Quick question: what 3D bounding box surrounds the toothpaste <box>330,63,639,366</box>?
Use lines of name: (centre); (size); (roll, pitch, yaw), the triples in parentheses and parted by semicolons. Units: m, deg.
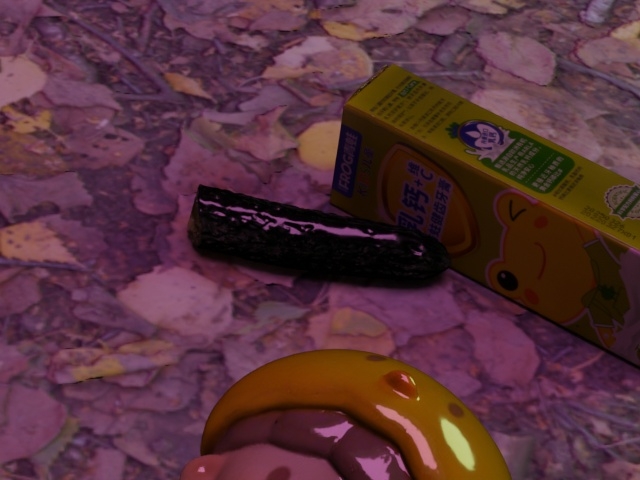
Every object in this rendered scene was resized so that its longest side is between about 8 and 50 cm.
toothpaste: (0.162, -0.019, 1.353); (0.327, 0.110, 0.077); (28, 48, 20)

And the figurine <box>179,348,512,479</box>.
figurine: (-0.034, 0.204, 1.027); (0.215, 0.187, 0.343); (42, 56, 19)

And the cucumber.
cucumber: (0.000, 0.000, 1.348); (0.214, 0.052, 0.058); (11, 13, -1)
